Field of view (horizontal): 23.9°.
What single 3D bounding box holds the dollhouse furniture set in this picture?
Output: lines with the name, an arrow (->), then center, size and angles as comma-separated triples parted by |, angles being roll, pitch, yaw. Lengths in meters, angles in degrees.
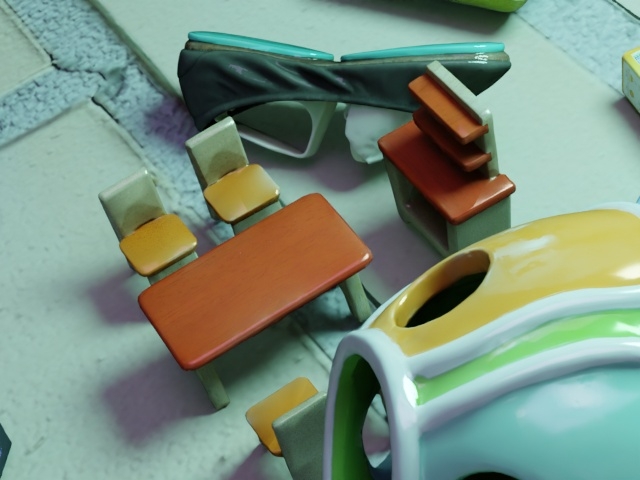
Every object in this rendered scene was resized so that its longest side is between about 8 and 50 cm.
dollhouse furniture set -> 0.000, 0.000, 1.041 | 0.259, 0.135, 0.262 | -31, 50, -12

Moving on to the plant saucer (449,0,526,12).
plant saucer -> 0.129, -0.268, 1.313 | 0.188, 0.045, 0.188 | 16, 55, 25

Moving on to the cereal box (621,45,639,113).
cereal box -> 0.352, -0.081, 1.098 | 0.173, 0.047, 0.240 | -22, 48, -8

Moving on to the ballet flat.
ballet flat -> 0.016, -0.111, 1.173 | 0.280, 0.096, 0.095 | 6, 10, 29

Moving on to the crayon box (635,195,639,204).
crayon box -> 0.308, 0.105, 0.923 | 0.323, 0.083, 0.203 | 19, 56, 26

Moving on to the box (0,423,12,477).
box -> -0.356, 0.153, 0.987 | 0.247, 0.142, 0.163 | 1, 50, 13

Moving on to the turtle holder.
turtle holder -> 0.118, 0.137, 0.740 | 0.227, 0.320, 0.243 | 0, 35, -17
